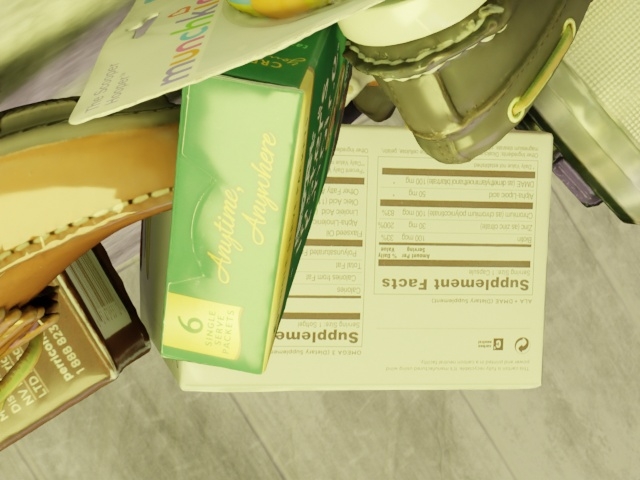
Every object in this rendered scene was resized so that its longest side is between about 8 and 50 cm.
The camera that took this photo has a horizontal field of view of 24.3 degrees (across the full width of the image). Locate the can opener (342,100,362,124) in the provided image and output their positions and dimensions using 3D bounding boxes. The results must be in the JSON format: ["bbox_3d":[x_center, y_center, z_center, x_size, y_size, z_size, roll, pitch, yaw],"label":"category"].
[{"bbox_3d":[0.011,-0.139,1.121,0.095,0.076,0.283,-65,-172,-11],"label":"can opener"}]

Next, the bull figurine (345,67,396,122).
[{"bbox_3d":[0.073,-0.138,0.798,0.188,0.101,0.310,-30,180,-38],"label":"bull figurine"}]

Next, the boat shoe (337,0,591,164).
[{"bbox_3d":[0.071,-0.116,0.545,0.081,0.069,0.228,-5,-144,34],"label":"boat shoe"}]

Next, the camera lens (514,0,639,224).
[{"bbox_3d":[0.237,-0.162,0.980,0.274,0.219,0.219,-40,180,10],"label":"camera lens"}]

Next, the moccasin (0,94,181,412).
[{"bbox_3d":[-0.200,0.064,0.619,0.380,0.147,0.139,-32,-179,4],"label":"moccasin"}]

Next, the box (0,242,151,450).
[{"bbox_3d":[-0.291,0.109,0.811,0.381,0.143,0.191,-30,-179,0],"label":"box"}]

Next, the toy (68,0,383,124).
[{"bbox_3d":[0.031,-0.122,0.450,0.237,0.056,0.137,-18,-156,14],"label":"toy"}]

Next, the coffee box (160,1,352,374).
[{"bbox_3d":[-0.016,-0.047,0.547,0.184,0.040,0.113,-72,173,-60],"label":"coffee box"}]

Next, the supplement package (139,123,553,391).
[{"bbox_3d":[0.000,0.000,0.913,0.204,0.145,0.262,1,-176,-12],"label":"supplement package"}]
